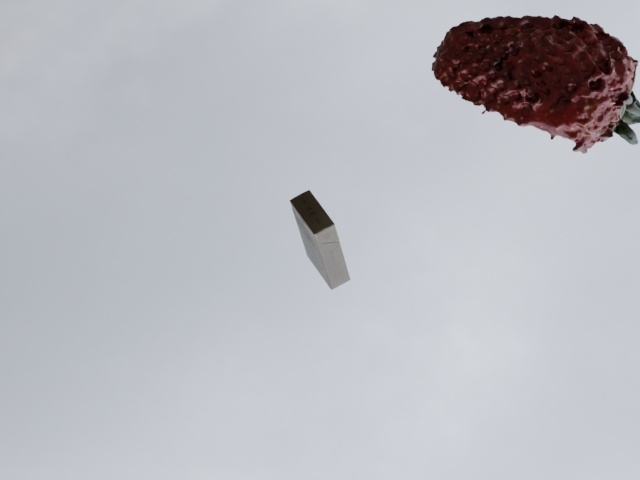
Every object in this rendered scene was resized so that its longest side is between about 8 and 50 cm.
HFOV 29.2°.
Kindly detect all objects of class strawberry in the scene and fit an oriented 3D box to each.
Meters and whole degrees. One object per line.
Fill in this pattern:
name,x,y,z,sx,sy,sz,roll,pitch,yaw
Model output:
strawberry,0.289,-0.217,1.545,0.188,0.286,0.106,-78,-176,-46

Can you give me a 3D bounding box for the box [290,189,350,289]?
box,0.000,0.000,1.136,0.024,0.083,0.053,-27,-130,-11
